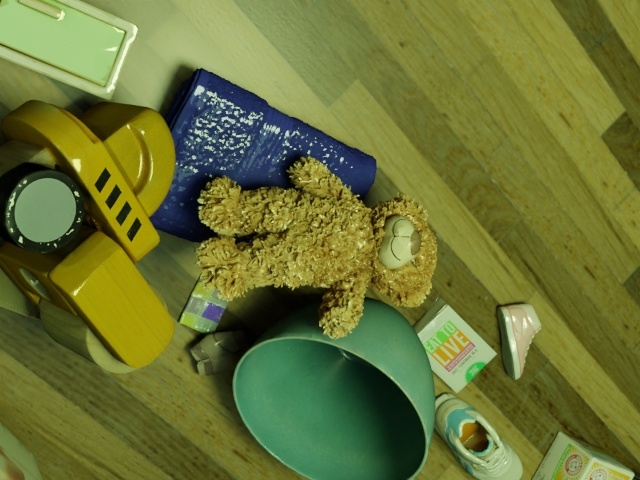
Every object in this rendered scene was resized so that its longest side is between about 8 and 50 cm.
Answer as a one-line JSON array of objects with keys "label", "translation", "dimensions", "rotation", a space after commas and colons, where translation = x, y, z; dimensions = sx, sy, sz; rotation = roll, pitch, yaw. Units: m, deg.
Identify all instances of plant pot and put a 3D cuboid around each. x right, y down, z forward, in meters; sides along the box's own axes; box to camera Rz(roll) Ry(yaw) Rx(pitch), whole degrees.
[{"label": "plant pot", "translation": [0.046, 0.194, 1.300], "dimensions": [0.290, 0.290, 0.195], "rotation": [63, 36, -23]}]

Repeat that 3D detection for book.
[{"label": "book", "translation": [0.212, 0.175, 1.472], "dimensions": [0.096, 0.035, 0.144], "rotation": [-46, 117, 1]}]

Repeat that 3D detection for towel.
[{"label": "towel", "translation": [-0.166, 0.095, 1.313], "dimensions": [0.060, 0.009, 0.083], "rotation": [27, 94, -26]}, {"label": "towel", "translation": [-0.094, -0.082, 1.260], "dimensions": [0.308, 0.076, 0.227], "rotation": [24, 103, -25]}]

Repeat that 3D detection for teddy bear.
[{"label": "teddy bear", "translation": [0.000, 0.000, 1.172], "dimensions": [0.338, 0.113, 0.245], "rotation": [19, 54, -5]}]

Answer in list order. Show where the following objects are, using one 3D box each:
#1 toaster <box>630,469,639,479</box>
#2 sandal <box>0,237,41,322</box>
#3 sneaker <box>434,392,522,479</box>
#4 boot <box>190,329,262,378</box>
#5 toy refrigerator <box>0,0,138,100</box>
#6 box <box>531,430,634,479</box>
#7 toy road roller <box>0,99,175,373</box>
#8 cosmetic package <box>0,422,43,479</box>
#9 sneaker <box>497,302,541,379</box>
[{"label": "toaster", "translation": [0.562, 0.512, 1.630], "dimensions": [0.110, 0.186, 0.168], "rotation": [21, 89, -27]}, {"label": "sandal", "translation": [-0.428, 0.046, 1.166], "dimensions": [0.240, 0.079, 0.088], "rotation": [43, 58, -45]}, {"label": "sneaker", "translation": [0.274, 0.356, 1.512], "dimensions": [0.087, 0.092, 0.229], "rotation": [-48, 117, -4]}, {"label": "boot", "translation": [-0.141, 0.182, 1.335], "dimensions": [0.087, 0.042, 0.118], "rotation": [-22, 121, -3]}, {"label": "toy refrigerator", "translation": [-0.369, -0.270, 1.083], "dimensions": [0.270, 0.094, 0.102], "rotation": [21, 97, -24]}, {"label": "box", "translation": [0.449, 0.465, 1.603], "dimensions": [0.114, 0.103, 0.203], "rotation": [27, 95, -26]}, {"label": "toy road roller", "translation": [-0.273, -0.025, 1.096], "dimensions": [0.240, 0.203, 0.329], "rotation": [-44, 127, -26]}, {"label": "cosmetic package", "translation": [-0.482, 0.285, 1.126], "dimensions": [0.153, 0.129, 0.296], "rotation": [-32, 137, -8]}, {"label": "sneaker", "translation": [0.343, 0.168, 1.505], "dimensions": [0.070, 0.051, 0.134], "rotation": [-13, 106, -11]}]
